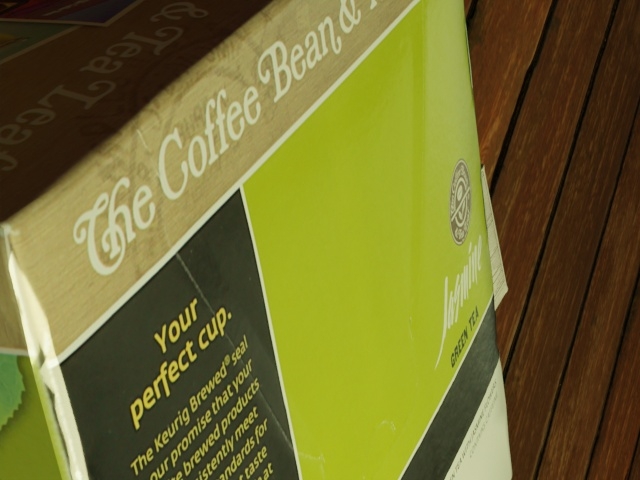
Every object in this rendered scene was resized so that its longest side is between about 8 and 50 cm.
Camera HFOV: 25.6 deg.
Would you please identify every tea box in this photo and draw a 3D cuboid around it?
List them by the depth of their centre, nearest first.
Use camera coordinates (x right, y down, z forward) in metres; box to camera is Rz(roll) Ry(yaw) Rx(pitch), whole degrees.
[{"bbox_3d":[-0.081,0.049,0.552,0.329,0.220,0.324,-50,139,-53],"label":"tea box"}]

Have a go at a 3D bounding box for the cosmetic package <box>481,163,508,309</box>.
[{"bbox_3d":[0.000,0.000,0.949,0.060,0.239,0.099,-48,133,-48],"label":"cosmetic package"}]
